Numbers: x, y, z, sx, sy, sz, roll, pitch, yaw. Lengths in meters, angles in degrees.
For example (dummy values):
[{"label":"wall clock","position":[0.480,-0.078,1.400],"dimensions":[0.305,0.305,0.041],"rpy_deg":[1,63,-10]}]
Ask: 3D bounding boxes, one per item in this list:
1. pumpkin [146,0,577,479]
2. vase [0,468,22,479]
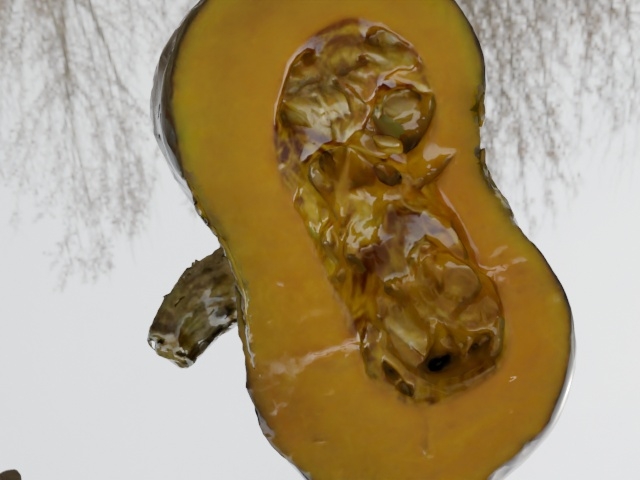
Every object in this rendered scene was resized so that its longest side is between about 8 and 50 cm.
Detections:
[{"label":"pumpkin","position":[0.000,0.000,0.590],"dimensions":[0.242,0.324,0.232],"rpy_deg":[-19,-172,-10]},{"label":"vase","position":[-0.310,0.210,0.788],"dimensions":[0.101,0.053,0.053],"rpy_deg":[18,-160,-31]}]
